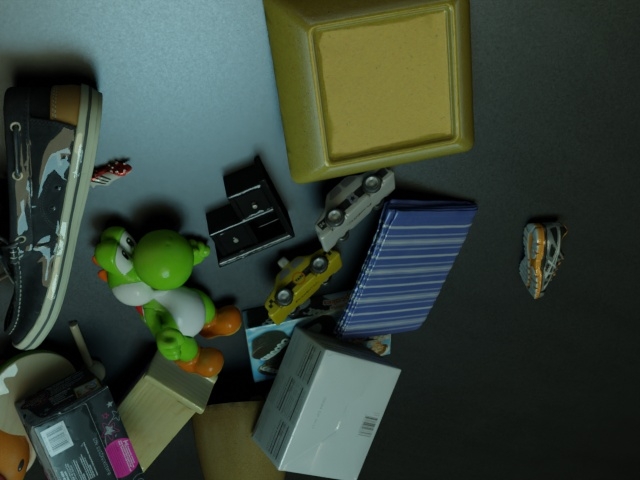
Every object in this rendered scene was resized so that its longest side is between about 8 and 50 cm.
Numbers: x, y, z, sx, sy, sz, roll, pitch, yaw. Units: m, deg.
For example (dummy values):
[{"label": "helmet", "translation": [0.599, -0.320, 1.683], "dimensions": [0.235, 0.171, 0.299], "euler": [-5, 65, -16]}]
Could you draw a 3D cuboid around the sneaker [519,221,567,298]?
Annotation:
[{"label": "sneaker", "translation": [0.495, 0.046, 1.717], "dimensions": [0.083, 0.084, 0.215], "euler": [-15, 134, -10]}]

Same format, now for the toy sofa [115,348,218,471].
[{"label": "toy sofa", "translation": [-0.384, 0.385, 1.738], "dimensions": [0.150, 0.177, 0.362], "euler": [34, 118, -11]}]

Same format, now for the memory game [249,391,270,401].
[{"label": "memory game", "translation": [-0.128, 0.434, 1.936], "dimensions": [0.186, 0.012, 0.186], "euler": [-9, 134, -10]}]

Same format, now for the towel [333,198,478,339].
[{"label": "towel", "translation": [0.175, 0.060, 1.606], "dimensions": [0.243, 0.040, 0.336], "euler": [-2, 126, -35]}]

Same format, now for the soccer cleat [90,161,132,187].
[{"label": "soccer cleat", "translation": [-0.362, -0.111, 1.337], "dimensions": [0.083, 0.029, 0.036], "euler": [-15, 144, 1]}]

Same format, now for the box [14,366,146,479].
[{"label": "box", "translation": [-0.478, 0.410, 1.553], "dimensions": [0.163, 0.142, 0.247], "euler": [-27, 112, -28]}]

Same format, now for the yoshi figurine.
[{"label": "yoshi figurine", "translation": [-0.268, 0.104, 1.471], "dimensions": [0.203, 0.203, 0.362], "euler": [-38, 131, -3]}]

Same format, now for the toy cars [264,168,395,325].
[{"label": "toy cars", "translation": [0.000, 0.000, 1.509], "dimensions": [0.176, 0.087, 0.394], "euler": [-19, 148, -54]}]

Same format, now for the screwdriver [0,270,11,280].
[{"label": "screwdriver", "translation": [-0.584, 0.067, 1.437], "dimensions": [0.169, 0.024, 0.025], "euler": [-24, 164, 6]}]

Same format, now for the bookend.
[{"label": "bookend", "translation": [-0.149, -0.051, 1.428], "dimensions": [0.156, 0.072, 0.157], "euler": [-22, 134, 4]}]

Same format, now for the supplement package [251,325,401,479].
[{"label": "supplement package", "translation": [0.011, 0.344, 1.640], "dimensions": [0.204, 0.145, 0.262], "euler": [20, 94, -32]}]

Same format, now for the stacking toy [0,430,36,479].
[{"label": "stacking toy", "translation": [-0.761, 0.594, 1.559], "dimensions": [0.350, 0.480, 0.351], "euler": [-9, 135, -9]}]

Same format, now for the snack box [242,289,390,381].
[{"label": "snack box", "translation": [-0.003, 0.207, 1.726], "dimensions": [0.321, 0.060, 0.187], "euler": [-11, 134, -8]}]

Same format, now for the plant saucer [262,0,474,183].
[{"label": "plant saucer", "translation": [0.098, -0.256, 1.245], "dimensions": [0.332, 0.081, 0.333], "euler": [-12, 118, -6]}]

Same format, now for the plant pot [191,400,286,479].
[{"label": "plant pot", "translation": [-0.168, 0.504, 1.747], "dimensions": [0.237, 0.255, 0.237], "euler": [-5, 161, -2]}]

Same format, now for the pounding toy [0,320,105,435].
[{"label": "pounding toy", "translation": [-0.584, 0.276, 1.602], "dimensions": [0.236, 0.110, 0.183], "euler": [-36, 128, -24]}]

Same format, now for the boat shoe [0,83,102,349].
[{"label": "boat shoe", "translation": [-0.474, -0.033, 1.272], "dimensions": [0.155, 0.187, 0.500], "euler": [8, 123, -22]}]
